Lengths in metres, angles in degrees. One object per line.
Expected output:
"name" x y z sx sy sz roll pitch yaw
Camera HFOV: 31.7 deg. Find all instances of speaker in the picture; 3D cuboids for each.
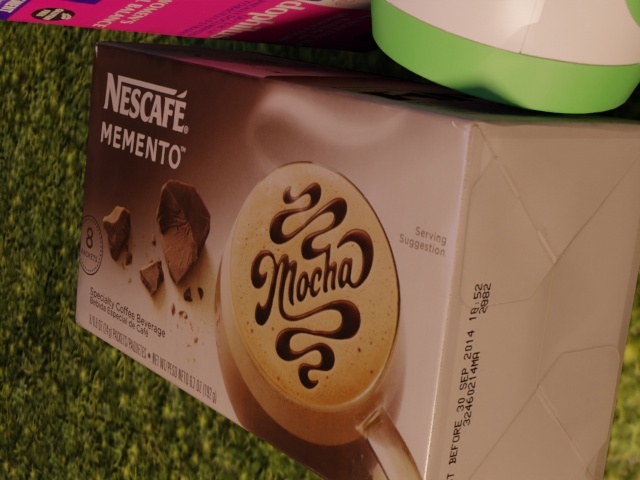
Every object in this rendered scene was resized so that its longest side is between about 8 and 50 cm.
"speaker" 0.102 -0.202 0.396 0.131 0.131 0.296 41 128 43

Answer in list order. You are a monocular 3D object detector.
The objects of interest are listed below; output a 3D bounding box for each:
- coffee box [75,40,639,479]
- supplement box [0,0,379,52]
"coffee box" 0.000 0.000 0.557 0.297 0.119 0.168 22 110 49
"supplement box" -0.033 -0.158 0.512 0.111 0.220 0.114 -12 84 53
